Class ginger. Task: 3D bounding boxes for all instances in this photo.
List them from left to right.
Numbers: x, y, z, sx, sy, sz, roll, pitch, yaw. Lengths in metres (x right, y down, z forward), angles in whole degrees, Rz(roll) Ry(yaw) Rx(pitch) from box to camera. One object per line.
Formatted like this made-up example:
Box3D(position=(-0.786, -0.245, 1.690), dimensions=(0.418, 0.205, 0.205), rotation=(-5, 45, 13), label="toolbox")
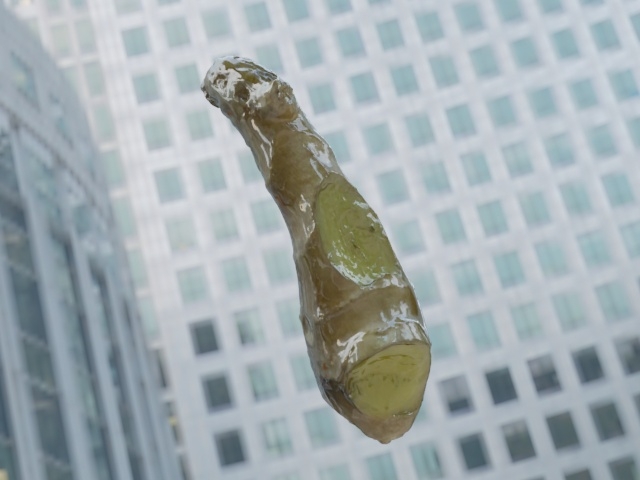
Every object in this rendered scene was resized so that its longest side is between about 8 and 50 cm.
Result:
Box3D(position=(0.000, 0.000, 1.349), dimensions=(0.086, 0.294, 0.131), rotation=(-24, -9, -9), label="ginger")
